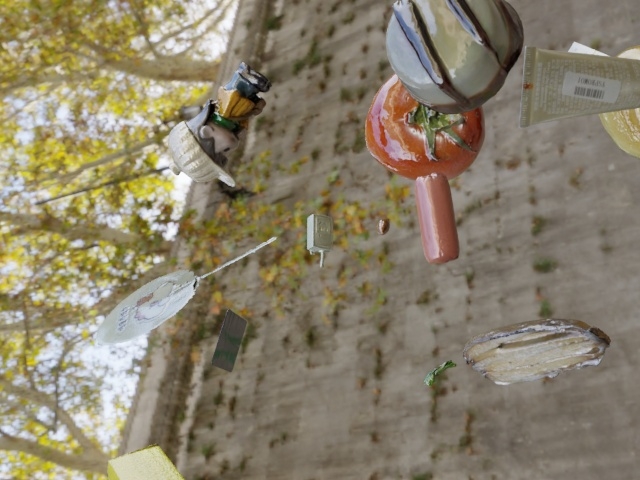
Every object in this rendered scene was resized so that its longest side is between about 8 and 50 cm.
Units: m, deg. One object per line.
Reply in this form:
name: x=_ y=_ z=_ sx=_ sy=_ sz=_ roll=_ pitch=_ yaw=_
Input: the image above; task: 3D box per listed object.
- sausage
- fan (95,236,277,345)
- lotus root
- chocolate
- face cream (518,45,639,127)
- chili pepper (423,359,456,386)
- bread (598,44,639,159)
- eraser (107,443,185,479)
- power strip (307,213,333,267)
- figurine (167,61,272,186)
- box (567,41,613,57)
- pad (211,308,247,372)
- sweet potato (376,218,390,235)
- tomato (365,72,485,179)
sausage: x=0.197 y=-0.038 z=1.310 sx=0.062 sy=0.062 sz=0.154 roll=-15 pitch=-84 yaw=-65
fan: x=-0.214 y=0.069 z=1.223 sx=0.009 sy=0.329 sz=0.191 roll=61 pitch=-177 yaw=-22
lotus root: x=0.455 y=0.216 z=1.636 sx=0.167 sy=0.329 sz=0.078 roll=42 pitch=-129 yaw=-23
chocolate: x=0.249 y=-0.407 z=1.539 sx=0.186 sy=0.284 sz=0.283 roll=21 pitch=-120 yaw=-55
face cream: x=0.494 y=-0.277 z=1.379 sx=0.341 sy=0.084 sz=0.137 roll=-7 pitch=-72 yaw=-26
chili pepper: x=0.278 y=0.310 z=1.820 sx=0.034 sy=0.091 sz=0.030 roll=52 pitch=178 yaw=-12
bread: x=0.912 y=-0.381 z=2.131 sx=0.160 sy=0.333 sz=0.333 roll=-29 pitch=-71 yaw=-26
eraser: x=-0.291 y=0.403 z=1.296 sx=0.097 sy=0.122 sz=0.045 roll=-10 pitch=-63 yaw=-32
power strip: x=0.000 y=0.000 z=2.358 sx=0.075 sy=0.042 sz=0.175 roll=9 pitch=-112 yaw=-28
figurine: x=-0.271 y=-0.307 z=2.009 sx=0.185 sy=0.204 sz=0.332 roll=-10 pitch=-60 yaw=-83
box: x=0.571 y=-0.348 z=1.612 sx=0.024 sy=0.090 sz=0.167 roll=18 pitch=-162 yaw=-42
pad: x=-0.180 y=0.202 z=1.536 sx=0.157 sy=0.003 sz=0.112 roll=63 pitch=-138 yaw=-72
sweet potato: x=0.156 y=-0.034 z=1.926 sx=0.095 sy=0.034 sz=0.034 roll=-56 pitch=-51 yaw=-66
tomato: x=0.298 y=-0.318 z=2.155 sx=0.273 sy=0.341 sz=0.341 roll=84 pitch=180 yaw=-79
